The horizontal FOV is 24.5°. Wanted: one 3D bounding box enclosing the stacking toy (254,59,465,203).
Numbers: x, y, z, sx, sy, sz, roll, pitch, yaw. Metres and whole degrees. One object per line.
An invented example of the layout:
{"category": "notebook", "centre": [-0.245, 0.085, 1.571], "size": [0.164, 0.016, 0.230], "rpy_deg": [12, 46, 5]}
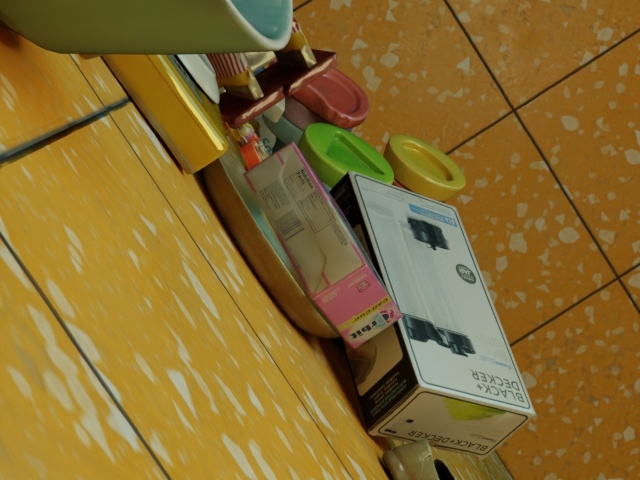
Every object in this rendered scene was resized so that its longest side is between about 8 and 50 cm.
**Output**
{"category": "stacking toy", "centre": [0.007, -0.109, 1.979], "size": [0.309, 0.130, 0.279], "rpy_deg": [42, 28, 21]}

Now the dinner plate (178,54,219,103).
{"category": "dinner plate", "centre": [-0.135, -0.195, 1.437], "size": [0.141, 0.017, 0.141], "rpy_deg": [54, 5, -6]}

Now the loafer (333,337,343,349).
{"category": "loafer", "centre": [0.033, 0.071, 1.673], "size": [0.302, 0.109, 0.095], "rpy_deg": [53, 22, 22]}

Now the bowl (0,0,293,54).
{"category": "bowl", "centre": [-0.149, -0.240, 0.912], "size": [0.311, 0.163, 0.312], "rpy_deg": [-17, 90, -78]}

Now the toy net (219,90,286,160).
{"category": "toy net", "centre": [-0.104, -0.183, 2.122], "size": [0.232, 0.045, 0.122], "rpy_deg": [50, -7, -23]}

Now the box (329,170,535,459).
{"category": "box", "centre": [0.101, 0.077, 1.554], "size": [0.169, 0.087, 0.290], "rpy_deg": [18, 40, -35]}

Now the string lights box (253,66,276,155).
{"category": "string lights box", "centre": [-0.098, -0.214, 2.360], "size": [0.133, 0.076, 0.260], "rpy_deg": [56, 4, -38]}

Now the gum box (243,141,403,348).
{"category": "gum box", "centre": [0.000, 0.000, 1.445], "size": [0.188, 0.062, 0.107], "rpy_deg": [60, 5, 37]}

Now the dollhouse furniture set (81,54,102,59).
{"category": "dollhouse furniture set", "centre": [-0.187, -0.304, 1.218], "size": [0.259, 0.135, 0.262], "rpy_deg": [63, 25, -27]}

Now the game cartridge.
{"category": "game cartridge", "centre": [-0.200, -0.235, 1.395], "size": [0.324, 0.052, 0.285], "rpy_deg": [57, 3, -19]}

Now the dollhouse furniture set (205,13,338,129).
{"category": "dollhouse furniture set", "centre": [-0.147, -0.268, 1.762], "size": [0.201, 0.152, 0.374], "rpy_deg": [63, -17, -19]}

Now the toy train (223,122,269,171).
{"category": "toy train", "centre": [-0.099, -0.117, 1.820], "size": [0.125, 0.046, 0.166], "rpy_deg": [63, 2, -12]}

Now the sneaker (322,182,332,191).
{"category": "sneaker", "centre": [0.016, -0.009, 2.032], "size": [0.262, 0.099, 0.121], "rpy_deg": [58, 8, 33]}

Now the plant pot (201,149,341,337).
{"category": "plant pot", "centre": [-0.054, 0.003, 1.459], "size": [0.236, 0.032, 0.236], "rpy_deg": [57, 5, -7]}

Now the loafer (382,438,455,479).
{"category": "loafer", "centre": [0.113, 0.248, 1.437], "size": [0.148, 0.050, 0.056], "rpy_deg": [54, 5, -40]}
